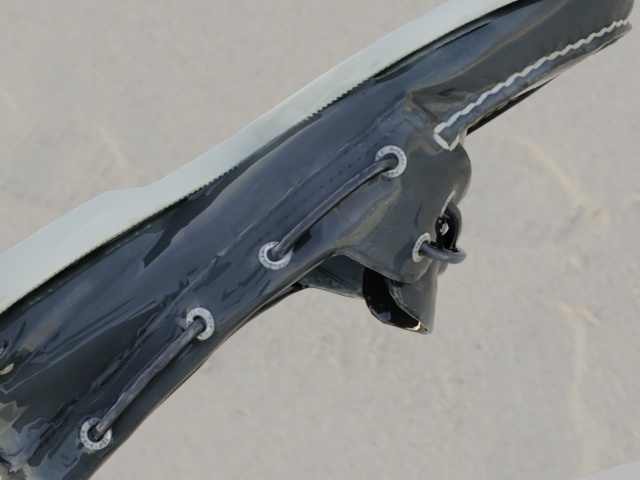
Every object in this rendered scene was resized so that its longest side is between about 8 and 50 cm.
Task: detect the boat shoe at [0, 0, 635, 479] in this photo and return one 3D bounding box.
[{"bbox_3d":[0.000,0.000,0.653,0.340,0.127,0.113,-30,86,-12],"label":"boat shoe"}]

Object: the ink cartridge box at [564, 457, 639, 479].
[{"bbox_3d":[0.194,0.213,0.637,0.197,0.273,0.114,-23,23,33],"label":"ink cartridge box"}]
